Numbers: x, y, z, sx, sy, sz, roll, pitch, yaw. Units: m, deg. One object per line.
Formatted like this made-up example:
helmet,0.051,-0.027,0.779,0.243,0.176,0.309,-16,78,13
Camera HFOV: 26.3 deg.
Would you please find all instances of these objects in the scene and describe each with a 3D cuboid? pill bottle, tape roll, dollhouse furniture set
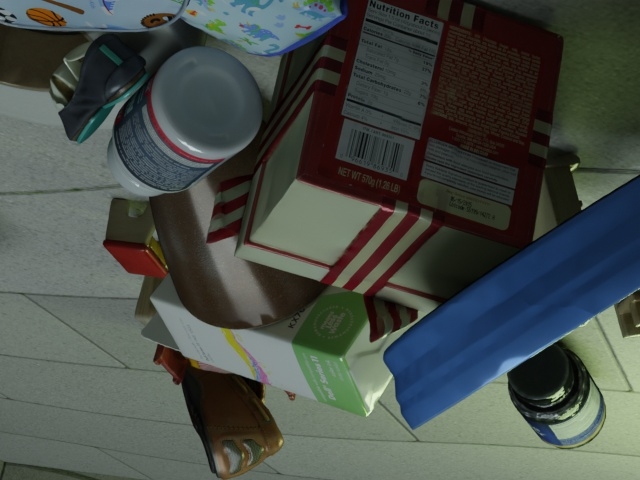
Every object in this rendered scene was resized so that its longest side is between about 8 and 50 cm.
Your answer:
pill bottle,0.354,0.230,2.076,0.123,0.122,0.219,2,157,24
tape roll,-0.304,-0.226,1.337,0.392,0.072,0.392,10,160,4
dollhouse furniture set,-0.159,0.093,1.958,0.201,0.152,0.374,5,158,17
pill bottle,-0.138,-0.105,1.312,0.108,0.108,0.180,21,156,-22
dollhouse furniture set,0.357,-0.005,1.499,0.242,0.161,0.212,-5,157,-13

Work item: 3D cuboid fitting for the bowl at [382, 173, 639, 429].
bowl,0.227,0.031,1.203,0.391,0.077,0.391,-31,172,-5

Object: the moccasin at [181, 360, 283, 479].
moccasin,-0.143,0.244,2.203,0.147,0.139,0.380,-16,-162,-10

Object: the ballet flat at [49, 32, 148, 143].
ballet flat,-0.219,-0.150,1.308,0.074,0.074,0.203,19,164,-18

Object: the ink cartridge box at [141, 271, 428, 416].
ink cartridge box,-0.055,0.055,1.654,0.353,0.207,0.119,14,145,33

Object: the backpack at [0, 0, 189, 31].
backpack,-0.147,-0.275,0.961,0.263,0.213,0.276,-2,154,8

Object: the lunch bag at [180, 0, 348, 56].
lunch bag,-0.067,-0.221,1.185,0.129,0.096,0.151,25,146,-32

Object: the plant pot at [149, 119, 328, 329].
plant pot,-0.105,-0.054,1.525,0.215,0.215,0.230,2,141,25

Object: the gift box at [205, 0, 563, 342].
gift box,0.052,-0.066,1.287,0.255,0.276,0.258,21,159,-9
